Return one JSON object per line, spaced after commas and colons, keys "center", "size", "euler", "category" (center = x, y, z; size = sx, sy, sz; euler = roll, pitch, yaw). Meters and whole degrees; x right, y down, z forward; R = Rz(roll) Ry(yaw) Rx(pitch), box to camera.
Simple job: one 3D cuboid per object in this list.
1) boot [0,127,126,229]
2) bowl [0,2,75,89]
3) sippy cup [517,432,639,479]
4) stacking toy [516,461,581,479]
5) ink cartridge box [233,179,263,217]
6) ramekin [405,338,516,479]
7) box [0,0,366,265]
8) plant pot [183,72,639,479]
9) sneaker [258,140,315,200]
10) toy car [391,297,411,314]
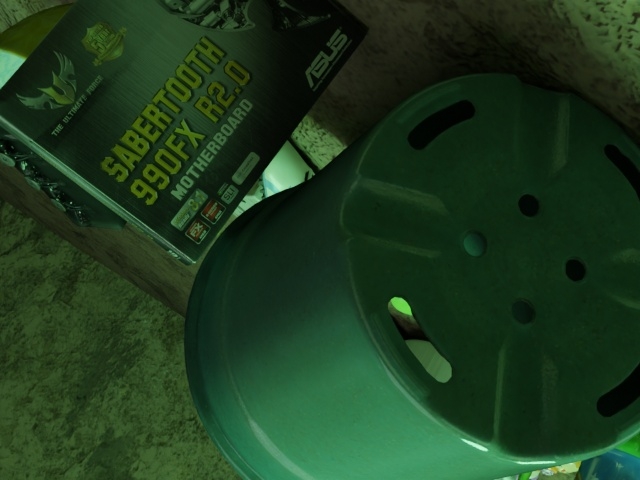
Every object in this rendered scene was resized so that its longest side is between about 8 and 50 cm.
{"center": [-0.602, -0.206, 1.590], "size": [0.367, 0.146, 0.445], "euler": [25, 166, 35], "category": "boot"}
{"center": [-0.178, -0.150, 0.832], "size": [0.289, 0.156, 0.289], "euler": [31, 164, 10], "category": "bowl"}
{"center": [0.430, 0.409, 1.109], "size": [0.240, 0.224, 0.305], "euler": [42, 162, -27], "category": "sippy cup"}
{"center": [0.328, 0.380, 1.424], "size": [0.301, 0.166, 0.175], "euler": [-9, 132, 47], "category": "stacking toy"}
{"center": [-0.071, -0.051, 1.085], "size": [0.099, 0.056, 0.135], "euler": [41, 162, -25], "category": "ink cartridge box"}
{"center": [0.207, 0.276, 1.301], "size": [0.277, 0.135, 0.277], "euler": [28, 162, 10], "category": "ramekin"}
{"center": [-0.103, -0.126, 0.616], "size": [0.183, 0.231, 0.056], "euler": [39, 167, -12], "category": "box"}
{"center": [0.085, 0.055, 0.647], "size": [0.341, 0.341, 0.334], "euler": [36, 156, -5], "category": "plant pot"}
{"center": [-0.006, -0.042, 0.967], "size": [0.086, 0.085, 0.237], "euler": [-8, 139, 24], "category": "sneaker"}
{"center": [0.161, 0.088, 1.029], "size": [0.224, 0.053, 0.239], "euler": [22, 159, 38], "category": "toy car"}
